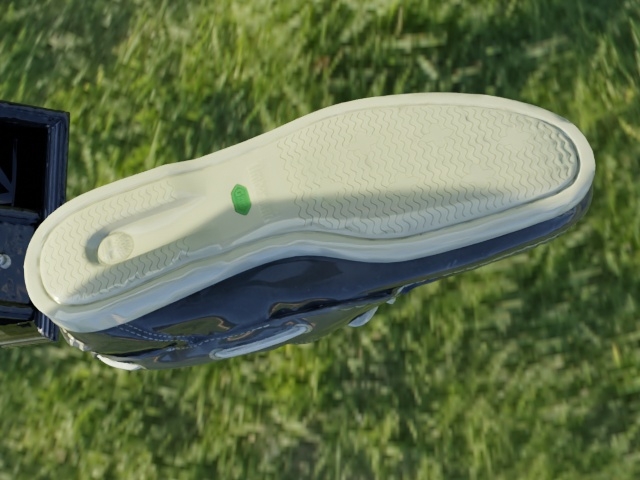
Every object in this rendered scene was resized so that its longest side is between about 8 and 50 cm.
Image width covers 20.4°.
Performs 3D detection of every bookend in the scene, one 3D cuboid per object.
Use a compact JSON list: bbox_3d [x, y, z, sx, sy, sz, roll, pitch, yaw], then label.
[{"bbox_3d":[-0.251,-0.016,1.162,0.157,0.072,0.156,9,78,-36],"label":"bookend"}]

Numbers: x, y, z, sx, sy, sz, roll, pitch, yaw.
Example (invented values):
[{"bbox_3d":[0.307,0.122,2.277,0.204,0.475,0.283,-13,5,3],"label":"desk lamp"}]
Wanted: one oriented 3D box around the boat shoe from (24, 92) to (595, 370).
[{"bbox_3d":[0.000,0.000,0.736,0.233,0.084,0.079,-15,141,9],"label":"boat shoe"}]
